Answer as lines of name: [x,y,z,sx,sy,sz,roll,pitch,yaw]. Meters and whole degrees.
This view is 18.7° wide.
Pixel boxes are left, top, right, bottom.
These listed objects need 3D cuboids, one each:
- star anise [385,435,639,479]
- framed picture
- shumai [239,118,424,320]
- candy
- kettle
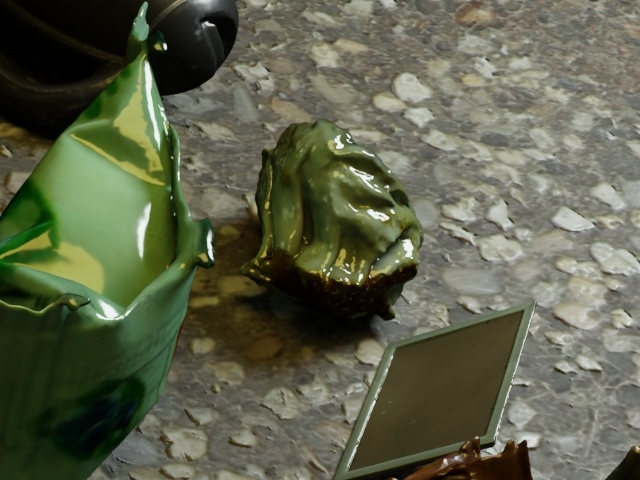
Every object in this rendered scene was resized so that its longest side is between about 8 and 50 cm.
star anise: [0.109,0.220,1.347,0.346,0.148,0.237,-22,8,-38]
framed picture: [0.093,0.119,1.517,0.142,0.011,0.183,-18,26,28]
shumai: [-0.003,0.000,1.643,0.184,0.184,0.142,32,70,21]
candy: [-0.178,0.019,1.416,0.172,0.263,0.398,18,37,-7]
kettle: [-0.218,-0.231,1.807,0.268,0.207,0.290,-37,66,-13]
